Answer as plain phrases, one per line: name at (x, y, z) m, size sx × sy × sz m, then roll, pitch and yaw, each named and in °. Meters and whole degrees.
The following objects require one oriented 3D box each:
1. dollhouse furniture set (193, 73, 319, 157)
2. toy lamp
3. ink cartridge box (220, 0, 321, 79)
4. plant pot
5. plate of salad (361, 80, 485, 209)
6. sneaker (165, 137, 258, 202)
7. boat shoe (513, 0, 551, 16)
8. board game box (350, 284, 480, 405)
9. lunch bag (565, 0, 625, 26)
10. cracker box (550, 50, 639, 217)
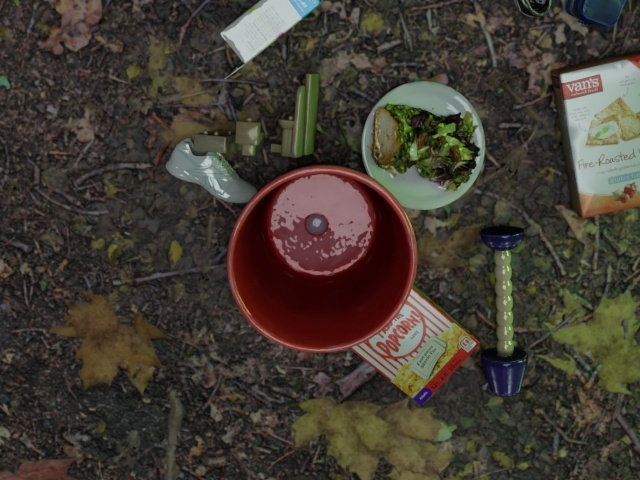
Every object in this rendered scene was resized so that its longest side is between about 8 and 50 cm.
dollhouse furniture set at (-0.094, -0.196, 1.566) m, size 0.151 × 0.144 × 0.123 m, roll 7°, pitch 100°, yaw 13°
toy lamp at (0.296, 0.117, 1.673) m, size 0.080 × 0.080 × 0.275 m, roll -3°, pitch 102°, yaw 1°
ink cartridge box at (-0.087, -0.321, 1.538) m, size 0.181 × 0.104 × 0.062 m, roll -37°, pitch 102°, yaw 9°
plant pot at (0.000, 0.000, 1.553) m, size 0.274 × 0.243 × 0.275 m, roll 0°, pitch 105°, yaw -1°
plate of salad at (0.163, -0.147, 1.599) m, size 0.199 × 0.048 × 0.200 m, roll -1°, pitch 94°, yaw -10°
sneaker at (-0.164, -0.107, 1.616) m, size 0.152 × 0.054 × 0.061 m, roll 25°, pitch 116°, yaw -7°
boat shoe at (0.306, -0.440, 1.526) m, size 0.077 × 0.070 × 0.219 m, roll -15°, pitch 104°, yaw 4°
board game box at (0.140, 0.155, 1.696) m, size 0.193 × 0.045 × 0.147 m, roll 39°, pitch 101°, yaw -9°
lunch bag at (0.414, -0.367, 1.550) m, size 0.067 × 0.065 × 0.098 m, roll 17°, pitch 104°, yaw -21°
cracker box at (0.456, -0.165, 1.601) m, size 0.155 × 0.067 × 0.232 m, roll -13°, pitch 104°, yaw 3°
